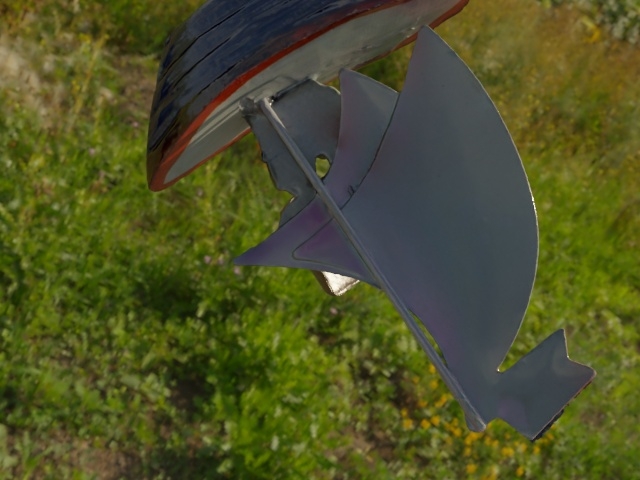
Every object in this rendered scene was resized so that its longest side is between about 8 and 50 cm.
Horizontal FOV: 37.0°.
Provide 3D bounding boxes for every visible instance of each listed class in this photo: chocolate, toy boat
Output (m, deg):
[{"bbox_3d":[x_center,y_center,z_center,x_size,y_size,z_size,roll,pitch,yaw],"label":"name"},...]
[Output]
[{"bbox_3d":[0.000,0.000,0.863,0.064,0.031,0.100,-43,107,-37],"label":"chocolate"},{"bbox_3d":[0.046,-0.053,0.550,0.318,0.219,0.072,34,-3,16],"label":"toy boat"}]
